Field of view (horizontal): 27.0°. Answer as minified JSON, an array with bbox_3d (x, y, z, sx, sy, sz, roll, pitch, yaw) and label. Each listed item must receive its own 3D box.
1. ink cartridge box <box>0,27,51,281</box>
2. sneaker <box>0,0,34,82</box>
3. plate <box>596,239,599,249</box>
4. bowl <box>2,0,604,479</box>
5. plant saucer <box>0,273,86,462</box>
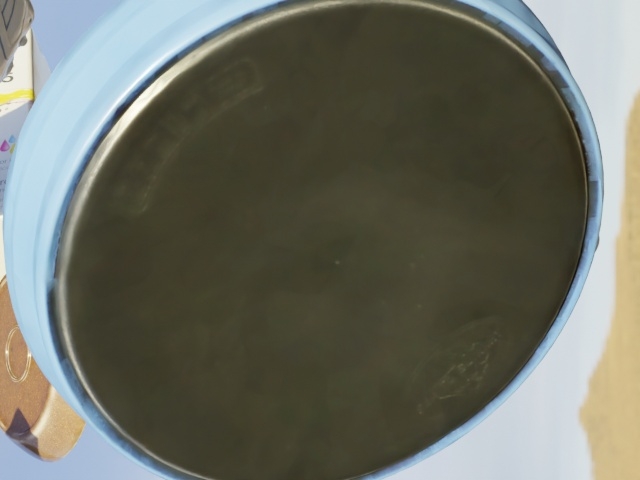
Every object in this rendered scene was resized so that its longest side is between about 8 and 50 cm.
[{"bbox_3d":[-0.339,-0.033,1.263,0.197,0.198,0.270,78,179,-46],"label":"ink cartridge box"},{"bbox_3d":[-0.271,-0.138,0.992,0.129,0.111,0.297,-31,-28,-45],"label":"sneaker"},{"bbox_3d":[0.161,0.003,1.442,0.045,0.278,0.277,31,-153,-35],"label":"plate"},{"bbox_3d":[0.000,0.000,0.844,0.077,0.391,0.391,-124,20,-56],"label":"bowl"},{"bbox_3d":[-0.223,0.087,1.029,0.029,0.168,0.168,1,-91,-36],"label":"plant saucer"}]
